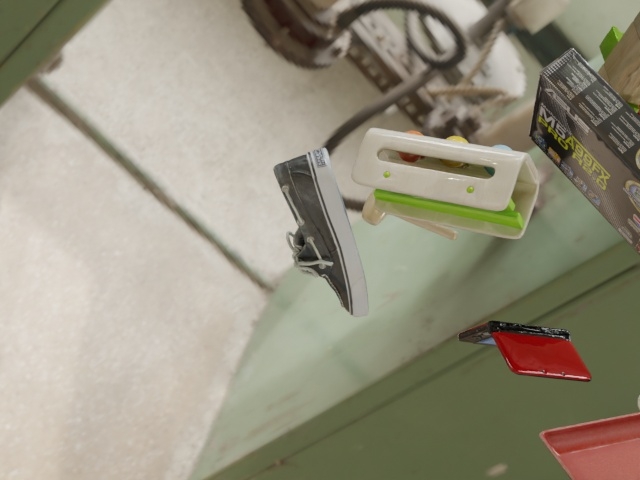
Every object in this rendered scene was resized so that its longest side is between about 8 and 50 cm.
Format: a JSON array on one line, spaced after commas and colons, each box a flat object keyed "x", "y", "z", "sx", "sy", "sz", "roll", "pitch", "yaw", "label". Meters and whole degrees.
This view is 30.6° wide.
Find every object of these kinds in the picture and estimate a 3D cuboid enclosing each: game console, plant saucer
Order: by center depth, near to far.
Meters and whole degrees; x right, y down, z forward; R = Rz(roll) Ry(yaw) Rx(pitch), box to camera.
[{"x": 0.283, "y": 0.163, "z": 1.636, "sx": 0.144, "sy": 0.124, "sz": 0.085, "roll": 10, "pitch": 68, "yaw": -29, "label": "game console"}, {"x": 0.486, "y": 0.344, "z": 1.701, "sx": 0.259, "sy": 0.048, "sz": 0.258, "roll": -8, "pitch": 26, "yaw": -13, "label": "plant saucer"}]

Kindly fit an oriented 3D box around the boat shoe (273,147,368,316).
[{"x": 0.000, "y": 0.002, "z": 1.840, "sx": 0.113, "sy": 0.105, "sz": 0.306, "roll": -104, "pitch": 177, "yaw": -52, "label": "boat shoe"}]

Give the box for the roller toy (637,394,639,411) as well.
[{"x": 0.533, "y": 0.225, "z": 1.555, "sx": 0.209, "sy": 0.146, "sz": 0.191, "roll": 32, "pitch": 12, "yaw": -31, "label": "roller toy"}]

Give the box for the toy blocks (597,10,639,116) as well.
[{"x": 0.617, "y": -0.247, "z": 2.051, "sx": 0.261, "sy": 0.381, "sz": 0.191, "roll": 13, "pitch": 44, "yaw": -16, "label": "toy blocks"}]

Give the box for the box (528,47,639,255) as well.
[{"x": 0.392, "y": -0.102, "z": 1.557, "sx": 0.270, "sy": 0.060, "sz": 0.216, "roll": 50, "pitch": -6, "yaw": 17, "label": "box"}]

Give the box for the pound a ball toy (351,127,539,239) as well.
[{"x": 0.200, "y": -0.096, "z": 1.943, "sx": 0.208, "sy": 0.319, "sz": 0.136, "roll": 46, "pitch": 61, "yaw": -57, "label": "pound a ball toy"}]
